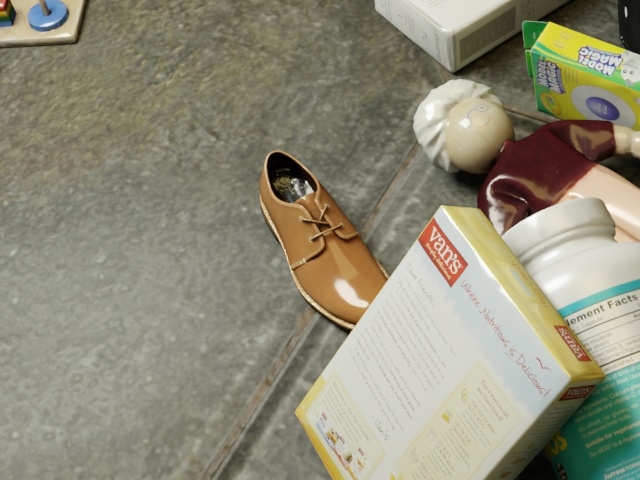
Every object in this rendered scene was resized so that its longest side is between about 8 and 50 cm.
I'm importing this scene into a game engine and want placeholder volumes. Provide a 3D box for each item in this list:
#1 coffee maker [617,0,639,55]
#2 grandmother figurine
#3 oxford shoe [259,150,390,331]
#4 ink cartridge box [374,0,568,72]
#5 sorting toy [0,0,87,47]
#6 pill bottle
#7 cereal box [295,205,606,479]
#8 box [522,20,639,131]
[{"bbox_3d":[0.398,-0.215,1.109,0.178,0.120,0.171,-9,56,1],"label":"coffee maker"},{"bbox_3d":[0.227,-0.040,1.022,0.342,0.104,0.208,37,58,26],"label":"grandmother figurine"},{"bbox_3d":[0.000,0.000,1.043,0.076,0.076,0.212,-30,57,-14],"label":"oxford shoe"},{"bbox_3d":[0.178,-0.346,1.267,0.296,0.066,0.261,-32,56,-15],"label":"ink cartridge box"},{"bbox_3d":[-0.340,-0.295,1.325,0.132,0.046,0.275,-2,54,8],"label":"sorting toy"},{"bbox_3d":[0.224,0.103,0.853,0.146,0.146,0.264,-18,69,-4],"label":"pill bottle"},{"bbox_3d":[0.086,0.117,0.860,0.047,0.240,0.173,4,42,-40],"label":"cereal box"},{"bbox_3d":[0.268,-0.143,1.081,0.179,0.105,0.043,28,74,26],"label":"box"}]
